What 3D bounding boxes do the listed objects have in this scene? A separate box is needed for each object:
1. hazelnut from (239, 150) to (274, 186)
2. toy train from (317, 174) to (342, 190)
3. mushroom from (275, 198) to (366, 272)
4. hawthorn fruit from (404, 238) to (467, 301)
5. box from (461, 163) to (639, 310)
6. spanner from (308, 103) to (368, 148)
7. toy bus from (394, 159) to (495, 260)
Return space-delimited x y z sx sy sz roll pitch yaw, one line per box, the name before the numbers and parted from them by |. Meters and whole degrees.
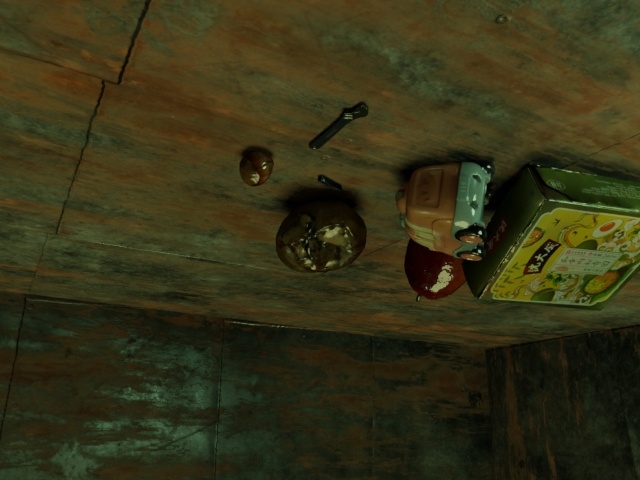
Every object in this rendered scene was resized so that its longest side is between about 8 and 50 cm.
hazelnut | -0.146 -0.165 1.314 0.086 0.086 0.086 1 161 0
toy train | 0.024 -0.144 1.447 0.017 0.017 0.083 -11 157 38
mushroom | -0.004 -0.012 1.560 0.263 0.195 0.283 -14 174 17
hawthorn fruit | 0.350 0.072 1.692 0.224 0.261 0.224 26 -176 -2
box | 0.640 0.009 1.472 0.420 0.138 0.373 6 135 -15
spanner | 0.034 -0.235 1.192 0.046 0.012 0.208 10 159 -27
toy bus | 0.302 -0.073 1.394 0.232 0.194 0.288 4 163 14
